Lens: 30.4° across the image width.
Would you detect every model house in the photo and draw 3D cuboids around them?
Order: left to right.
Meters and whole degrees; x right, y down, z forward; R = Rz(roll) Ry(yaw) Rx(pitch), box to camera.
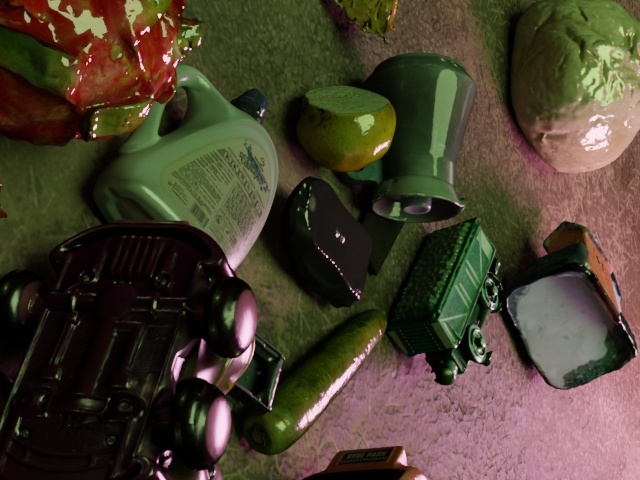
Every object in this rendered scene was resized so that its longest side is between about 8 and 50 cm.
[{"bbox_3d":[0.458,0.085,2.159,0.253,0.184,0.291,54,29,-23],"label":"model house"}]

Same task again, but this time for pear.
[{"bbox_3d":[0.033,-0.150,1.641,0.141,0.141,0.104,-29,134,-53],"label":"pear"}]

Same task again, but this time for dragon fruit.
[{"bbox_3d":[-0.265,-0.209,1.145,0.303,0.231,0.237,4,90,-44],"label":"dragon fruit"}]

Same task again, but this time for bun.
[{"bbox_3d":[0.520,-0.307,2.268,0.352,0.227,0.348,-29,107,-52],"label":"bun"}]

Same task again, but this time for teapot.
[{"bbox_3d":[0.128,-0.150,1.742,0.203,0.171,0.225,6,72,-10],"label":"teapot"}]

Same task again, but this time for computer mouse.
[{"bbox_3d":[0.000,0.000,1.593,0.217,0.073,0.122,50,47,-45],"label":"computer mouse"}]

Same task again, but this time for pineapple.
[{"bbox_3d":[0.059,-0.415,1.737,0.079,0.135,0.233,-69,166,-66],"label":"pineapple"}]

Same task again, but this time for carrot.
[{"bbox_3d":[0.010,0.174,1.568,0.358,0.074,0.074,-38,112,-53],"label":"carrot"}]

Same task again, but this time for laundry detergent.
[{"bbox_3d":[-0.138,-0.095,1.394,0.215,0.105,0.280,52,45,-31],"label":"laundry detergent"}]

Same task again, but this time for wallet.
[{"bbox_3d":[0.093,-0.024,1.776,0.082,0.018,0.156,58,41,-28],"label":"wallet"}]

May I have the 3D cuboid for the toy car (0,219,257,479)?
[{"bbox_3d":[-0.183,0.165,1.166,0.240,0.271,0.340,66,33,-50],"label":"toy car"}]

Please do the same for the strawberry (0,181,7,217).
[{"bbox_3d":[-0.379,-0.066,1.087,0.121,0.082,0.188,-58,140,-19],"label":"strawberry"}]

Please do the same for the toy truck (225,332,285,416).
[{"bbox_3d":[-0.120,0.132,1.375,0.192,0.092,0.083,44,49,-39],"label":"toy truck"}]

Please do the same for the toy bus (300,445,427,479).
[{"bbox_3d":[0.088,0.481,1.491,0.233,0.203,0.426,-49,122,-53],"label":"toy bus"}]

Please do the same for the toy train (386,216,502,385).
[{"bbox_3d":[0.201,0.099,1.824,0.154,0.115,0.269,51,44,-22],"label":"toy train"}]
